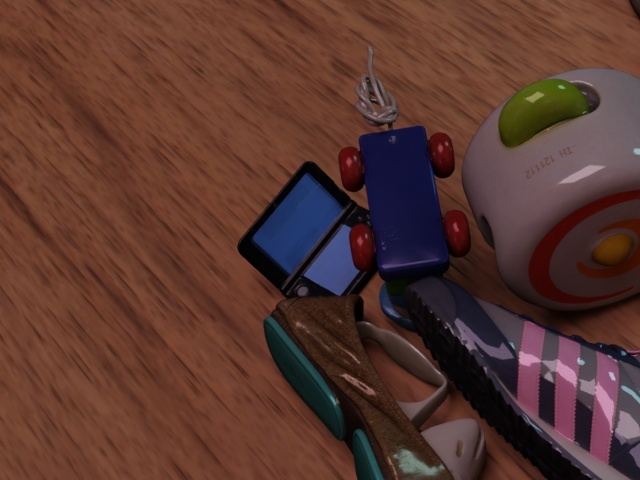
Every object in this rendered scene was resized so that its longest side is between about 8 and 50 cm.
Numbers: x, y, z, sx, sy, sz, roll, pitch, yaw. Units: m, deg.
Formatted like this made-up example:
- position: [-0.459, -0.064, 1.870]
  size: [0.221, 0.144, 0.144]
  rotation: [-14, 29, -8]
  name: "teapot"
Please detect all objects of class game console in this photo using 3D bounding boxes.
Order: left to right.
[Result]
- position: [0.000, 0.000, 1.219]
  size: [0.107, 0.071, 0.122]
  rotation: [29, 74, 37]
  name: "game console"

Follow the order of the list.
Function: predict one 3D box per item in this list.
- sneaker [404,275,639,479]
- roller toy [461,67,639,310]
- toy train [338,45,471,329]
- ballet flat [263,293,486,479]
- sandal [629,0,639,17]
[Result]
- position: [0.210, 0.120, 1.010]
  size: [0.131, 0.112, 0.319]
  rotation: [-40, 65, -15]
  name: "sneaker"
- position: [0.232, -0.037, 1.060]
  size: [0.209, 0.191, 0.146]
  rotation: [4, 47, -23]
  name: "roller toy"
- position: [0.075, -0.047, 1.164]
  size: [0.105, 0.143, 0.248]
  rotation: [-8, 56, 2]
  name: "toy train"
- position: [0.066, 0.164, 1.069]
  size: [0.124, 0.116, 0.342]
  rotation: [-21, 45, -14]
  name: "ballet flat"
- position: [0.354, -0.231, 1.216]
  size: [0.090, 0.060, 0.219]
  rotation: [-12, 54, 17]
  name: "sandal"
